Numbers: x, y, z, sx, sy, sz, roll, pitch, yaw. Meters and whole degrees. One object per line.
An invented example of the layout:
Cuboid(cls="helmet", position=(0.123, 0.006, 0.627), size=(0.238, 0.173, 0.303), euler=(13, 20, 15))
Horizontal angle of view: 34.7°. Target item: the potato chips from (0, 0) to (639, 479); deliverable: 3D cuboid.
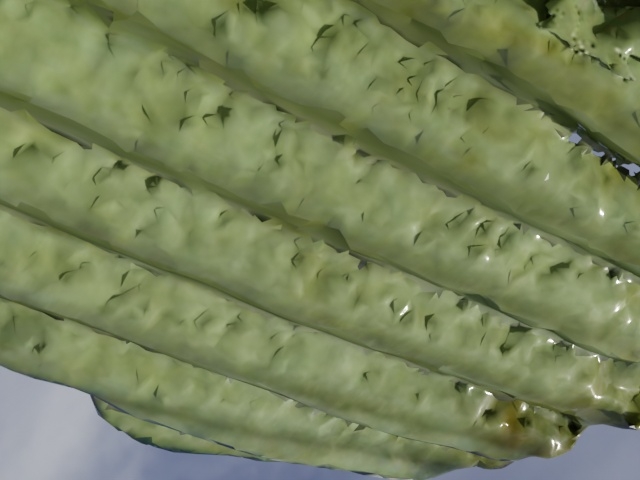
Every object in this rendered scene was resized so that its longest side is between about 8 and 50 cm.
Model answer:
Cuboid(cls="potato chips", position=(0.000, 0.000, 0.479), size=(0.358, 0.429, 0.070), euler=(-51, -156, 37))
